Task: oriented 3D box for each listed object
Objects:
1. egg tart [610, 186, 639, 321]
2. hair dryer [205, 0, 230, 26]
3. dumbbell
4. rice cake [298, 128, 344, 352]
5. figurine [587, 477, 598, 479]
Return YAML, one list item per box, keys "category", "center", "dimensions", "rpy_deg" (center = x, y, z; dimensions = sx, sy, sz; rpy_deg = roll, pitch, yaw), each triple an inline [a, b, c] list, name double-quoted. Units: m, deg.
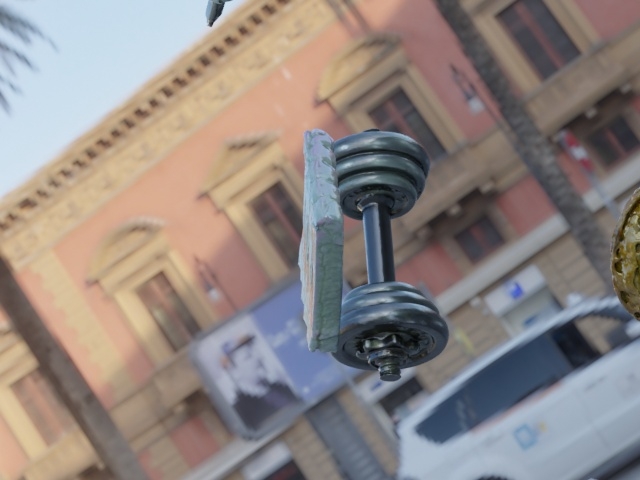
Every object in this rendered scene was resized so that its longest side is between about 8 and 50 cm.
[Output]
- category: "egg tart"
  center: [0.350, 0.016, 1.320]
  dimensions: [0.191, 0.191, 0.074]
  rpy_deg: [-35, 18, 5]
- category: "hair dryer"
  center: [-0.084, -0.309, 1.547]
  dimensions: [0.107, 0.173, 0.357]
  rpy_deg: [-2, -22, -13]
- category: "dumbbell"
  center: [0.086, 0.015, 2.161]
  dimensions: [0.179, 0.406, 0.179]
  rpy_deg: [-2, -28, -1]
- category: "rice cake"
  center: [0.000, 0.000, 1.556]
  dimensions: [0.037, 0.189, 0.198]
  rpy_deg: [-2, -54, -4]
- category: "figurine"
  center: [0.239, 0.445, 1.836]
  dimensions: [0.387, 0.207, 0.166]
  rpy_deg: [-47, -23, 29]
